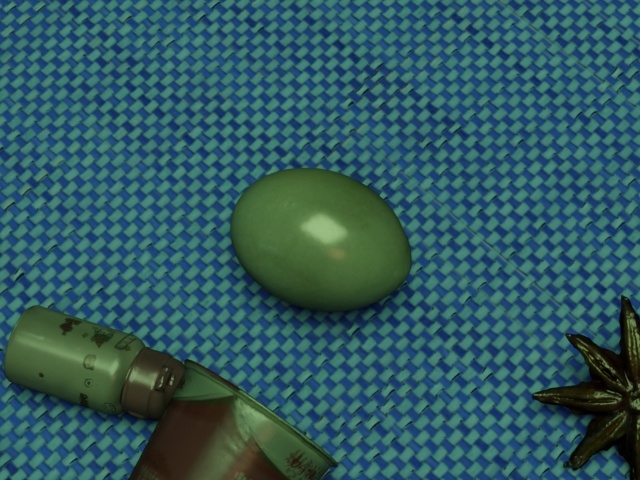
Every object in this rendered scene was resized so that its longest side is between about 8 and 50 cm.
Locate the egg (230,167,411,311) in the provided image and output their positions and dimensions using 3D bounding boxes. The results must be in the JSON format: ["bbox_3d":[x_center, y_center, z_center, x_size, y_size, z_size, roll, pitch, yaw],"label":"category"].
[{"bbox_3d":[0.000,0.000,1.983,0.253,0.186,0.186,22,68,12],"label":"egg"}]

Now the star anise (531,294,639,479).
[{"bbox_3d":[0.415,0.200,1.938,0.272,0.102,0.272,1,94,12],"label":"star anise"}]

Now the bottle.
[{"bbox_3d":[-0.288,0.167,1.954,0.233,0.110,0.110,17,67,7],"label":"bottle"}]

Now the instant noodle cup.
[{"bbox_3d":[-0.120,0.283,1.847,0.234,0.235,0.178,31,79,14],"label":"instant noodle cup"}]
